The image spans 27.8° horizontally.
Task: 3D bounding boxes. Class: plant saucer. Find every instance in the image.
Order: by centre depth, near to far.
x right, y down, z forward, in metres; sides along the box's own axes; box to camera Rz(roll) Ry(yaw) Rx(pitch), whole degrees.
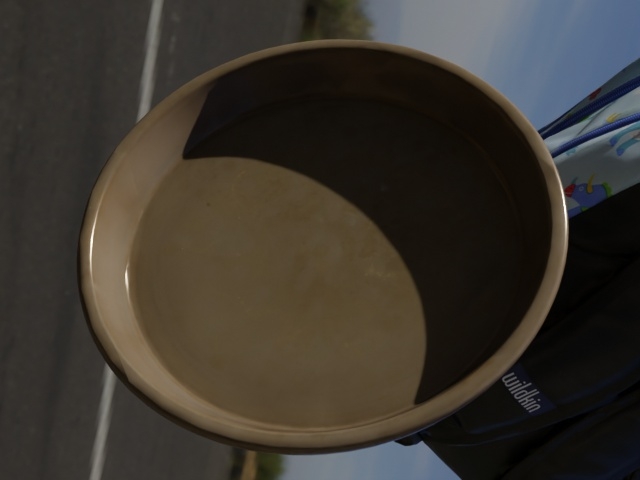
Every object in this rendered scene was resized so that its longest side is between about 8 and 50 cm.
[{"bbox_3d":[0.000,0.000,0.737,0.041,0.277,0.278,76,23,-55],"label":"plant saucer"}]

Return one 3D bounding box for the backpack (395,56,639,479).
[{"bbox_3d":[0.226,0.019,0.867,0.355,0.290,0.273,-34,-160,43],"label":"backpack"}]
